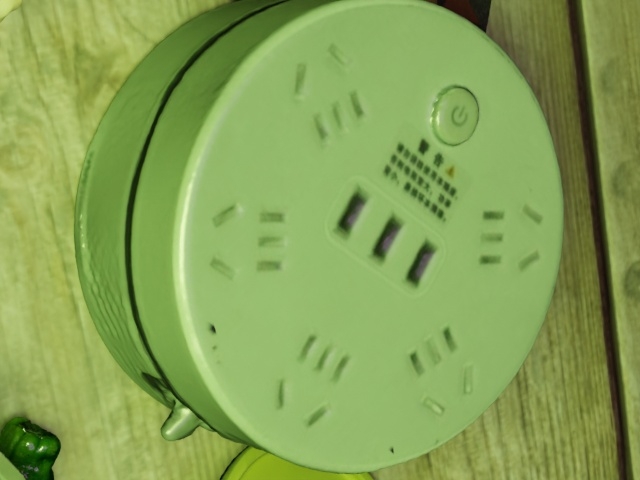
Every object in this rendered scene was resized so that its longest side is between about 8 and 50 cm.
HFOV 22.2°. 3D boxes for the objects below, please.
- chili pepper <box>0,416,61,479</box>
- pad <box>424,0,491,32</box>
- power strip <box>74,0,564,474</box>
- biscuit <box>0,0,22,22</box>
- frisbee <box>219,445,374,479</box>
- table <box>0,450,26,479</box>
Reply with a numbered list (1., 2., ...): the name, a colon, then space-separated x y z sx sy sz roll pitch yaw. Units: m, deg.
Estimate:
1. chili pepper: -0.243 0.201 1.107 0.182 0.050 0.073 -45 126 -19
2. pad: 0.077 -0.161 1.308 0.143 0.003 0.211 9 90 -35
3. power strip: 0.000 0.000 1.176 0.358 0.161 0.357 -6 100 -33
4. biscuit: -0.341 -0.162 0.920 0.309 0.204 0.040 -19 148 -43
5. frisbee: -0.006 0.259 1.237 0.236 0.017 0.236 27 52 -41
6. table: -0.294 0.197 1.010 0.220 0.126 0.126 -47 119 -14
